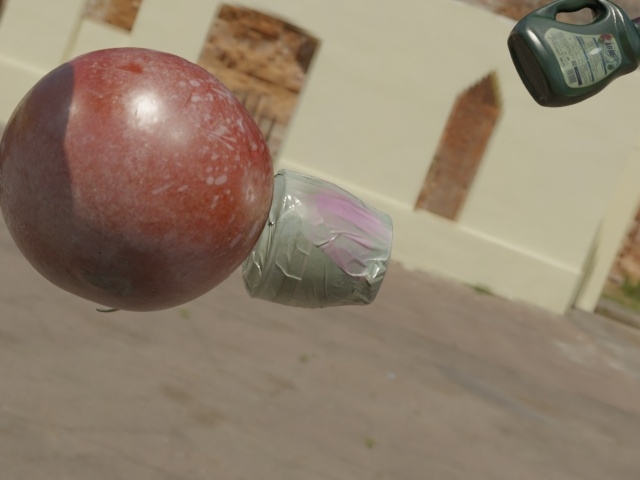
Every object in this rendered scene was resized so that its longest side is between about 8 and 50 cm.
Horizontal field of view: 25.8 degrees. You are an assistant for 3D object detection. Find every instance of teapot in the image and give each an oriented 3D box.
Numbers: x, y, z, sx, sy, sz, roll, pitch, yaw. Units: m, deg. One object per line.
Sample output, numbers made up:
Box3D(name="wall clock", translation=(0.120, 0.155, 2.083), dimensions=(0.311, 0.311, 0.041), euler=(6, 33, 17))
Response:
Box3D(name="teapot", translation=(-0.003, 0.013, 1.739), dimensions=(0.178, 0.163, 0.221), euler=(15, -11, -10))

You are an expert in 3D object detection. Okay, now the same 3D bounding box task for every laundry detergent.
Box3D(name="laundry detergent", translation=(0.379, -0.281, 1.960), dimensions=(0.144, 0.222, 0.078), euler=(62, -19, 4))

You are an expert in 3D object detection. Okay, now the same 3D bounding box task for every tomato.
Box3D(name="tomato", translation=(-0.181, -0.050, 1.346), dimensions=(0.270, 0.227, 0.270), euler=(7, -38, 6))

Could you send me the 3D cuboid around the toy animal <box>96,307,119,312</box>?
Box3D(name="toy animal", translation=(-0.195, -0.010, 1.616), dimensions=(0.095, 0.219, 0.155), euler=(47, -6, 7))
